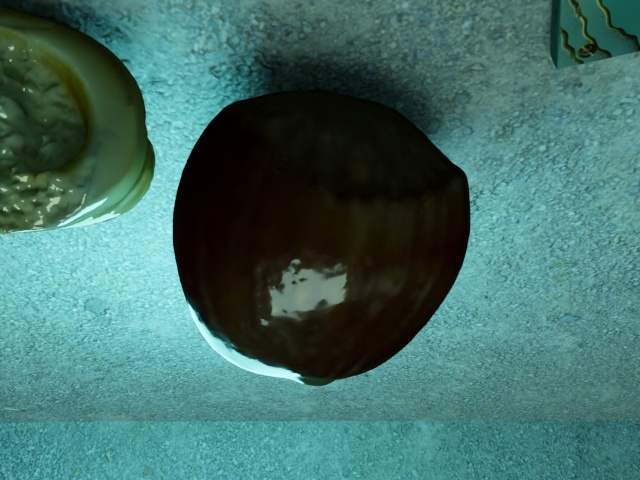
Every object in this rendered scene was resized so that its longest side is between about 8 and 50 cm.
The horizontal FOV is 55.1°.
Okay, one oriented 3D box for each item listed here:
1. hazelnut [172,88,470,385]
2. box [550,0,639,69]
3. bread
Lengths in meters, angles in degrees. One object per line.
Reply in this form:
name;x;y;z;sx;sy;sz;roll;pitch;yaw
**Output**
hazelnut;0.000;0.000;0.857;0.421;0.421;0.353;32;178;-40
box;0.397;-0.300;0.727;0.229;0.041;0.162;-11;145;12
bread;-0.417;-0.095;0.738;0.424;0.329;0.245;-6;147;-4
